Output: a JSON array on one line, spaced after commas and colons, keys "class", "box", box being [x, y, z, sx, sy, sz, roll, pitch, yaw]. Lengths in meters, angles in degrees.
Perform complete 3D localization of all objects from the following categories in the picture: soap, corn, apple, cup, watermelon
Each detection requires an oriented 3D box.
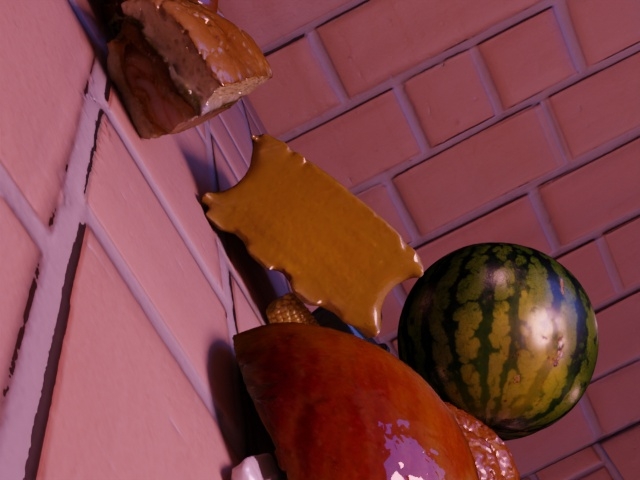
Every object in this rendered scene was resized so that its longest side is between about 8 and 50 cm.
[{"class": "soap", "box": [0.000, 0.000, 1.451, 0.293, 0.156, 0.335, 37, 0, 6]}, {"class": "corn", "box": [-0.008, 0.165, 1.368, 0.206, 0.067, 0.067, 60, 4, -9]}, {"class": "apple", "box": [0.029, 0.200, 0.939, 0.254, 0.179, 0.346, 11, 27, -26]}, {"class": "cup", "box": [0.033, 0.175, 1.641, 0.141, 0.120, 0.120, 48, 6, -10]}, {"class": "watermelon", "box": [0.253, 0.143, 1.448, 0.285, 0.285, 0.285, 63, 4, -7]}]

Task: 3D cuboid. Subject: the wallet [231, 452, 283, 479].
[{"class": "wallet", "box": [-0.018, 0.259, 0.816, 0.183, 0.031, 0.124, 63, 1, 10]}]

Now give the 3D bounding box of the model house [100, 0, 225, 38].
[{"class": "model house", "box": [-0.221, -0.337, 1.262, 0.229, 0.219, 0.200, -57, 161, -80]}]

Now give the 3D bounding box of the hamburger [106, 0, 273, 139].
[{"class": "hamburger", "box": [-0.134, -0.216, 1.173, 0.207, 0.135, 0.155, -25, 93, -54]}]

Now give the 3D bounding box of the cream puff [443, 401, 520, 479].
[{"class": "cream puff", "box": [0.152, 0.330, 1.290, 0.303, 0.212, 0.303, -22, 90, -81]}]
